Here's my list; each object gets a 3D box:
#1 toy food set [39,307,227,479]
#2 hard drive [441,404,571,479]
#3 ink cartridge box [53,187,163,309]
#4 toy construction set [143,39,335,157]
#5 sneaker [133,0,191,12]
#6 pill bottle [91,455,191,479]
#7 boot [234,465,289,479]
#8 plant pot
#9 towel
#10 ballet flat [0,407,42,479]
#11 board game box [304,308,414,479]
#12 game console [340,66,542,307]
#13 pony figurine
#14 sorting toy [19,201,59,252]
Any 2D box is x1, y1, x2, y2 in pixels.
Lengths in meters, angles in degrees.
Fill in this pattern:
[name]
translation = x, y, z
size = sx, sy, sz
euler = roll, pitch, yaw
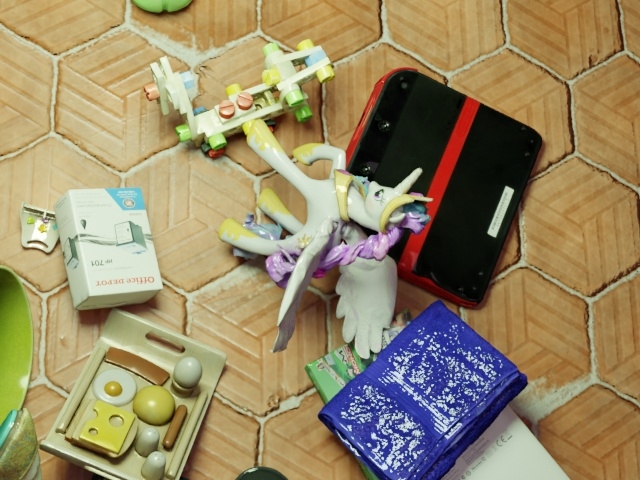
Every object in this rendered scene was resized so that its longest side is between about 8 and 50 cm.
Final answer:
[toy food set]
translation = -0.295, 0.261, 1.712
size = 0.220, 0.092, 0.306
euler = 23, 40, -3
[hard drive]
translation = 0.311, 0.430, 1.806
size = 0.210, 0.040, 0.318
euler = -38, 84, -17
[ink cartridge box]
translation = -0.363, 0.012, 1.803
size = 0.140, 0.082, 0.190
euler = -5, 72, -36
[toy construction set]
translation = -0.145, -0.252, 1.864
size = 0.328, 0.215, 0.151
euler = -8, 76, -12
[sneaker]
translation = -0.311, -0.670, 1.953
size = 0.185, 0.202, 0.482
euler = -13, 78, -13
[pill bottle]
translation = -0.269, 0.432, 1.711
size = 0.219, 0.123, 0.123
euler = 24, 73, -3
[boot]
translation = -0.057, 0.512, 1.556
size = 0.146, 0.445, 0.367
euler = 0, 75, -10
[plant pot]
translation = -0.647, 0.173, 1.665
size = 0.293, 0.275, 0.274
euler = 1, 75, 8
[towel]
translation = 0.175, 0.264, 1.780
size = 0.228, 0.076, 0.308
euler = 41, 70, 19
[ballet flat]
translation = -0.493, 0.377, 1.609
size = 0.123, 0.348, 0.123
euler = 30, 34, -22
[board game box]
translation = 0.141, 0.308, 1.854
size = 0.213, 0.046, 0.317
euler = -27, 82, -14
[game console]
translation = 0.208, -0.109, 1.978
size = 0.342, 0.060, 0.386
euler = 26, 73, -8
[pony figurine]
translation = 0.000, 0.000, 1.770
size = 0.363, 0.303, 0.351
euler = 26, 103, 35
[sorting toy]
translation = -0.487, -0.020, 1.838
size = 0.083, 0.045, 0.075
euler = 15, 81, -6
